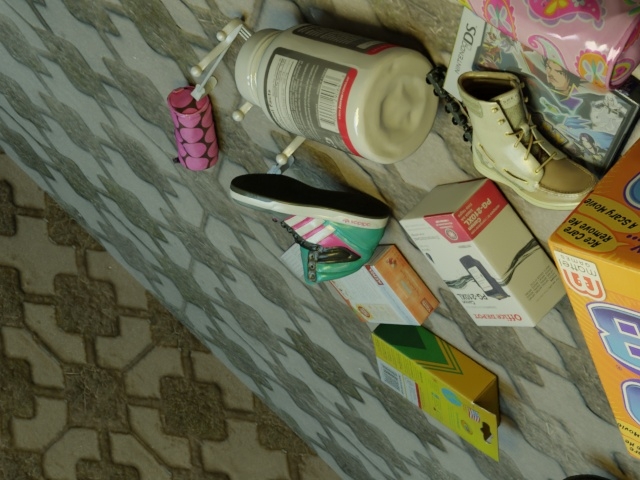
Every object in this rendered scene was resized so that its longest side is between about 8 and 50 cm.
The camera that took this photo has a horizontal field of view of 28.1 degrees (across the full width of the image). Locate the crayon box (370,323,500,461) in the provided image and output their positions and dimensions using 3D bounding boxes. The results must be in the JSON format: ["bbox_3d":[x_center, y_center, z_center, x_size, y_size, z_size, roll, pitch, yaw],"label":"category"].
[{"bbox_3d":[0.256,0.296,2.607,0.318,0.081,0.202,34,156,29],"label":"crayon box"}]

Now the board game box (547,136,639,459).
[{"bbox_3d":[0.522,0.054,1.329,0.356,0.356,0.356,21,147,46],"label":"board game box"}]

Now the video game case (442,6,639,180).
[{"bbox_3d":[0.293,-0.203,1.724,0.275,0.035,0.248,40,157,15],"label":"video game case"}]

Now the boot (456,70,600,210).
[{"bbox_3d":[0.277,-0.137,1.723,0.213,0.077,0.165,29,152,41],"label":"boot"}]

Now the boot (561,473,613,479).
[{"bbox_3d":[0.594,0.530,2.192,0.367,0.146,0.445,31,173,5],"label":"boot"}]

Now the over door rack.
[{"bbox_3d":[-0.127,-0.238,2.329,0.239,0.108,0.324,46,159,1],"label":"over door rack"}]

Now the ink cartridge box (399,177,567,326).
[{"bbox_3d":[0.267,0.024,2.083,0.237,0.100,0.172,52,158,-14],"label":"ink cartridge box"}]

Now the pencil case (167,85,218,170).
[{"bbox_3d":[-0.264,-0.231,2.620,0.098,0.095,0.209,59,163,27],"label":"pencil case"}]

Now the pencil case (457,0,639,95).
[{"bbox_3d":[0.269,-0.288,1.514,0.284,0.124,0.124,35,156,24],"label":"pencil case"}]

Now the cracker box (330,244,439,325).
[{"bbox_3d":[0.112,0.088,2.521,0.155,0.067,0.232,52,159,-17],"label":"cracker box"}]

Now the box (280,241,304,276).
[{"bbox_3d":[0.000,0.000,2.574,0.067,0.063,0.324,47,158,-1],"label":"box"}]

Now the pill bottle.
[{"bbox_3d":[0.014,-0.238,1.977,0.319,0.176,0.176,24,149,44],"label":"pill bottle"}]

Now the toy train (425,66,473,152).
[{"bbox_3d":[0.209,-0.191,1.898,0.158,0.036,0.027,55,157,-18],"label":"toy train"}]

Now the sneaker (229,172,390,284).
[{"bbox_3d":[-0.031,-0.013,2.360,0.296,0.124,0.178,14,119,6],"label":"sneaker"}]
